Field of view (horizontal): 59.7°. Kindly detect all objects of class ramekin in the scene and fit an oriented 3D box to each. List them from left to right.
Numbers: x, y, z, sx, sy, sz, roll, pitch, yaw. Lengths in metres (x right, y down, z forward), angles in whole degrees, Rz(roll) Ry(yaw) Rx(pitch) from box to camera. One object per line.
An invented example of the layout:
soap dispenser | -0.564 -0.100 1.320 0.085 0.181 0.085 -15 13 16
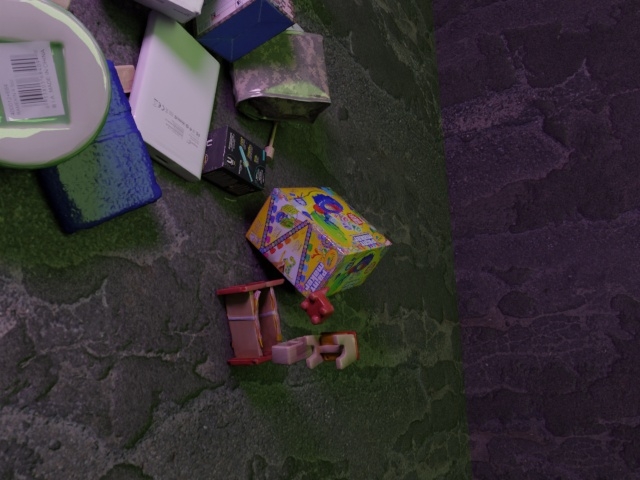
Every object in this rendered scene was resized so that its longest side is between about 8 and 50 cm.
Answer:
ramekin | -0.497 -0.258 0.910 0.303 0.148 0.303 -12 111 -34

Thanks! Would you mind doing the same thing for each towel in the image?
towel | -0.470 -0.191 1.122 0.227 0.076 0.308 -30 108 -41

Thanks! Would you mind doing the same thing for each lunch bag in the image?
lunch bag | -0.134 -0.483 1.635 0.287 0.169 0.235 0 74 -27

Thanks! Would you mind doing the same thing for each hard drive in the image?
hard drive | -0.355 -0.351 1.364 0.233 0.047 0.353 37 52 -53

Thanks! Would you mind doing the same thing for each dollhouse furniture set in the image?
dollhouse furniture set | -0.069 0.197 1.373 0.152 0.374 0.201 -7 89 -54

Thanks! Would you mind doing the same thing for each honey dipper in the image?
honey dipper | -0.147 -0.312 1.710 0.030 0.030 0.161 44 45 -43

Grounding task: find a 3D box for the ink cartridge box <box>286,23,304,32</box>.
ink cartridge box | -0.138 -0.662 1.803 0.224 0.056 0.181 30 57 -53

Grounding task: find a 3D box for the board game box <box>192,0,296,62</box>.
board game box | -0.214 -0.669 1.476 0.141 0.232 0.291 19 57 -54

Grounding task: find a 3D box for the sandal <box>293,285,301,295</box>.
sandal | 0.004 0.095 1.762 0.317 0.126 0.138 -6 83 -66

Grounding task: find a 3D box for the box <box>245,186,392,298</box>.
box | 0.000 0.000 1.591 0.279 0.177 0.290 44 25 20

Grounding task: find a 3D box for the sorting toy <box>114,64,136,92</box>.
sorting toy | -0.437 -0.373 1.285 0.083 0.012 0.062 -34 112 -56

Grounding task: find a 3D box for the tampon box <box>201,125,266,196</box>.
tampon box | -0.234 -0.205 1.473 0.161 0.101 0.120 29 57 -50

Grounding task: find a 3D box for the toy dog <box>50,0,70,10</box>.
toy dog | -0.590 -0.512 0.952 0.161 0.220 0.334 -40 111 -19

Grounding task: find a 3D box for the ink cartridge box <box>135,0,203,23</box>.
ink cartridge box | -0.349 -0.687 1.249 0.223 0.129 0.307 17 89 -31
